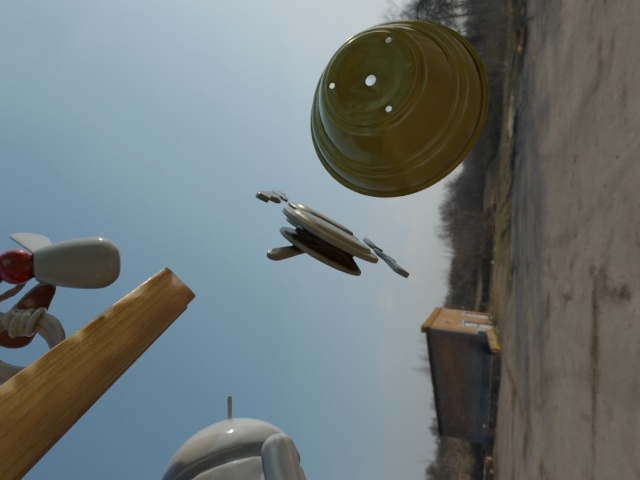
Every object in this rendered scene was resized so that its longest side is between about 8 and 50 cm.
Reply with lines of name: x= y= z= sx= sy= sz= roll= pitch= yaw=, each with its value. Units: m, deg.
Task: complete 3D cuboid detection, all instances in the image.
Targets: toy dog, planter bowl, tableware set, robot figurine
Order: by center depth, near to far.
tableware set: x=0.000 y=0.000 z=0.382 sx=0.039 sy=0.128 sz=0.194 roll=-61 pitch=5 yaw=6
planter bowl: x=0.067 y=-0.161 z=0.447 sx=0.090 sy=0.217 sz=0.217 roll=8 pitch=-94 yaw=-65
robot figurine: x=-0.096 y=0.382 z=0.507 sx=0.200 sy=0.353 sz=0.300 roll=19 pitch=-66 yaw=-34
toy dog: x=-0.454 y=0.066 z=0.536 sx=0.161 sy=0.334 sz=0.220 roll=122 pitch=161 yaw=-59

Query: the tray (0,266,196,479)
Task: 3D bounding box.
tray: x=-0.313 y=0.187 z=0.471 sx=0.076 sy=0.203 sz=0.411 roll=46 pitch=-164 yaw=-7
